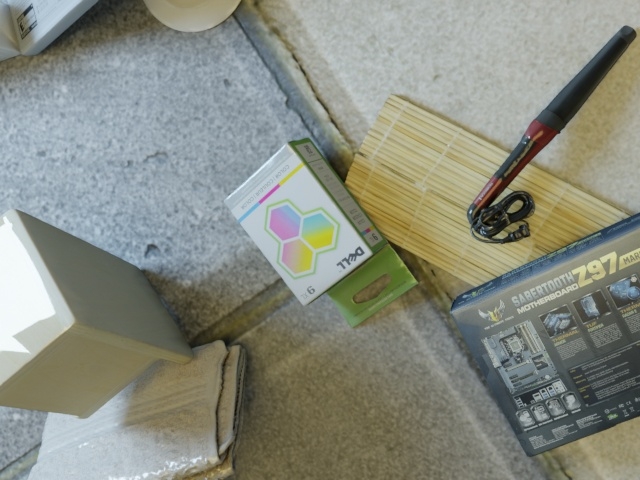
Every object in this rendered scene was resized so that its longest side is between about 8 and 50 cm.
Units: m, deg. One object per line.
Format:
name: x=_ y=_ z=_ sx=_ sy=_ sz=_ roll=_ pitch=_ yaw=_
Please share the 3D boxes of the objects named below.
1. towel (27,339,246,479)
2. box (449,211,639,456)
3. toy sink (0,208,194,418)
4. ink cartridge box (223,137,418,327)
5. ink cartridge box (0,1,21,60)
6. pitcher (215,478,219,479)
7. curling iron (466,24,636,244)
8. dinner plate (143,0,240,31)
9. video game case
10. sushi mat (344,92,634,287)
towel: x=-0.216 y=0.220 z=0.839 sx=0.282 sy=0.187 sz=0.049 roll=-21 pitch=124 yaw=12
box: x=0.280 y=0.099 z=0.760 sx=0.232 sy=0.059 sz=0.183 roll=-28 pitch=93 yaw=18
toy sink: x=-0.272 y=0.094 z=0.786 sx=0.131 sy=0.234 sz=0.153 roll=-40 pitch=66 yaw=4
ink cartridge box: x=0.000 y=0.000 z=0.818 sx=0.109 sy=0.062 sz=0.209 roll=-38 pitch=87 yaw=27
ink cartridge box: x=-0.486 y=-0.236 z=0.882 sx=0.198 sy=0.115 sz=0.067 roll=-15 pitch=93 yaw=12
pitcher: x=-0.213 y=0.316 z=0.867 sx=0.207 sy=0.125 sz=0.178 roll=0 pitch=113 yaw=6
curling iron: x=0.248 y=-0.109 z=0.771 sx=0.068 sy=0.035 sz=0.274 roll=34 pitch=90 yaw=5
dinner plate: x=-0.153 y=-0.319 z=0.856 sx=0.141 sy=0.017 sz=0.141 roll=1 pitch=96 yaw=11
video game case: x=-0.315 y=-0.342 z=0.817 sx=0.227 sy=0.026 sz=0.207 roll=-10 pitch=95 yaw=50
sushi mat: x=0.181 y=-0.028 z=0.810 sx=0.316 sy=0.019 sz=0.152 roll=29 pitch=102 yaw=8
